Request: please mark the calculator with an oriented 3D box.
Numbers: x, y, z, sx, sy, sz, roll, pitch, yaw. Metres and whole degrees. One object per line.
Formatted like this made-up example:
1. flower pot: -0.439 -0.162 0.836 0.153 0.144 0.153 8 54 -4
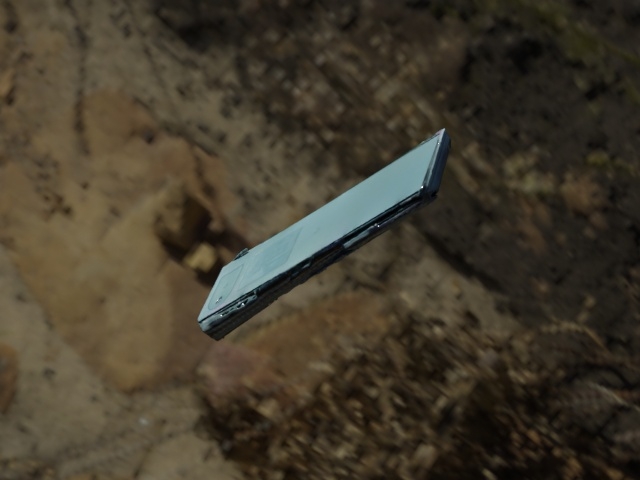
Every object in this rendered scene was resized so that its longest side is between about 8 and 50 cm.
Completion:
1. calculator: 0.000 0.000 1.005 0.172 0.018 0.057 -33 26 36
